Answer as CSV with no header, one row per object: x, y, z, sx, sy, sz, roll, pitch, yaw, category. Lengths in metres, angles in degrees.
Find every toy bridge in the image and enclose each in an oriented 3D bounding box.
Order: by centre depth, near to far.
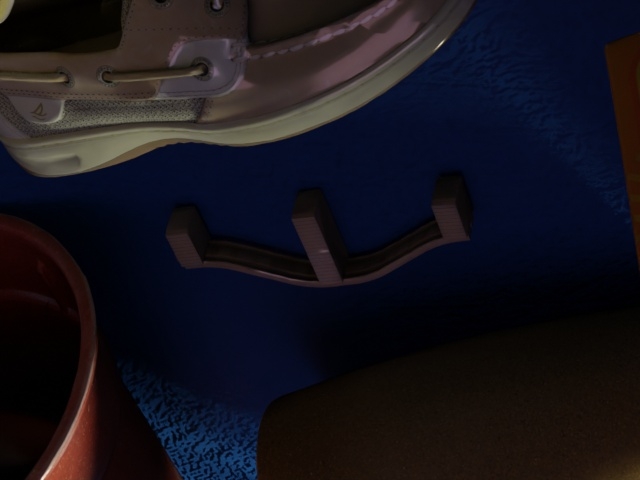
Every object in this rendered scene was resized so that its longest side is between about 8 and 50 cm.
0.000,0.000,1.055,0.188,0.026,0.063,-6,135,20,toy bridge

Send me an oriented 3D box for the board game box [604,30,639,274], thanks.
0.373,0.079,0.734,0.356,0.356,0.356,-19,152,29,board game box

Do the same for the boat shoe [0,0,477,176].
-0.063,-0.113,0.896,0.302,0.109,0.098,-12,135,31,boat shoe

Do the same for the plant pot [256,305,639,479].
0.131,0.147,1.053,0.254,0.237,0.237,-28,124,19,plant pot

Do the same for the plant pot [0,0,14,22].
-0.248,-0.189,0.777,0.239,0.254,0.254,7,139,-17,plant pot

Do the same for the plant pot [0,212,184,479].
-0.208,0.168,1.125,0.272,0.272,0.265,-8,141,20,plant pot
